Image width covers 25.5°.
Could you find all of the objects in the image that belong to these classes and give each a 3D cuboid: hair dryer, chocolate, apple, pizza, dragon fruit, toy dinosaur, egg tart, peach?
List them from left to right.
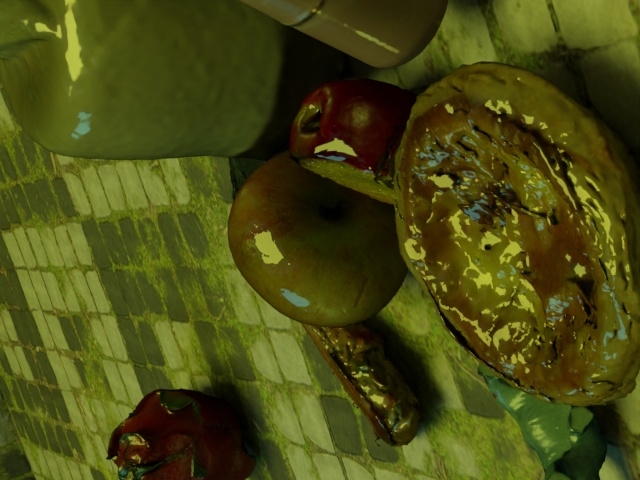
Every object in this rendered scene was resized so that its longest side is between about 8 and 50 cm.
[{"bbox_3d":[-0.176,-0.223,1.317,0.326,0.297,0.314,-32,71,49],"label":"chocolate"},{"bbox_3d":[-0.216,0.289,1.988,0.269,0.200,0.198,14,111,60],"label":"dragon fruit"},{"bbox_3d":[0.000,0.000,1.378,0.182,0.182,0.155,60,158,14],"label":"apple"},{"bbox_3d":[0.045,0.130,1.529,0.226,0.069,0.147,52,172,34],"label":"pizza"},{"bbox_3d":[0.054,-0.088,1.253,0.127,0.172,0.092,10,83,48],"label":"peach"},{"bbox_3d":[0.076,-0.280,1.041,0.344,0.189,0.106,-44,36,35],"label":"hair dryer"},{"bbox_3d":[0.175,-0.008,1.108,0.290,0.115,0.290,41,145,38],"label":"egg tart"},{"bbox_3d":[0.202,0.153,1.224,0.329,0.076,0.144,58,-175,16],"label":"toy dinosaur"}]

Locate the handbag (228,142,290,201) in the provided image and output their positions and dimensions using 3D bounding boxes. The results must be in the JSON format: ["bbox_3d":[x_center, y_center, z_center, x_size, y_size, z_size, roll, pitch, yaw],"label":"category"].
[{"bbox_3d":[-0.056,-0.096,1.524,0.175,0.089,0.270,53,152,42],"label":"handbag"}]
